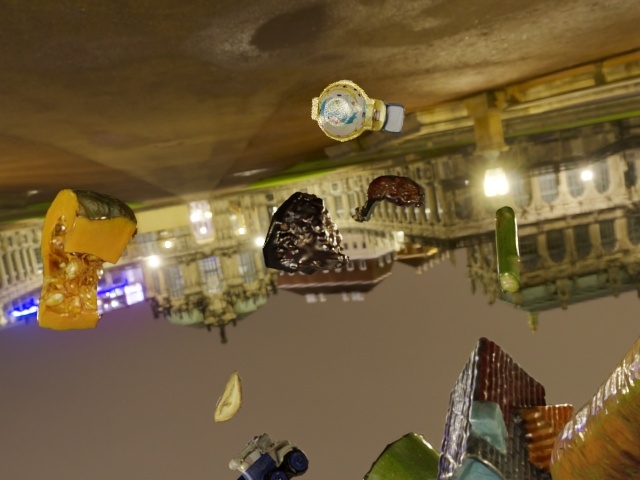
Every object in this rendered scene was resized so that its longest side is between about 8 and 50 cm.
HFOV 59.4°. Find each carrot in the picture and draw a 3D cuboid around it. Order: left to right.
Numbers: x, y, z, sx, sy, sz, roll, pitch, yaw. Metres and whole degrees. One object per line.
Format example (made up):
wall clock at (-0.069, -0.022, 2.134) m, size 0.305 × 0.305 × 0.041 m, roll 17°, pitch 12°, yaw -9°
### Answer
carrot at (0.328, 0.201, 0.589) m, size 0.114 × 0.302 × 0.114 m, roll -1°, pitch -131°, yaw 1°

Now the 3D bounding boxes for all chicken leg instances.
chicken leg at (0.159, -0.105, 1.351) m, size 0.253 × 0.106 × 0.051 m, roll -21°, pitch 163°, yaw -39°

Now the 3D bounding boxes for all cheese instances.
cheese at (0.092, -0.329, 1.444) m, size 0.250 × 0.156 × 0.064 m, roll 10°, pitch -161°, yaw 17°

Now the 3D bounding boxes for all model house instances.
model house at (0.380, 0.381, 1.131) m, size 0.297 × 0.339 × 0.360 m, roll -9°, pitch -151°, yaw 26°

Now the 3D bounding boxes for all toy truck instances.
toy truck at (-0.160, 0.663, 1.643) m, size 0.213 × 0.177 × 0.161 m, roll -28°, pitch 161°, yaw -52°

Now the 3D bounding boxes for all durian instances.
durian at (-0.226, 0.384, 1.379) m, size 0.066 × 0.130 × 0.052 m, roll 32°, pitch 164°, yaw -35°

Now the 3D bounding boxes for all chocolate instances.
chocolate at (0.000, 0.000, 1.393) m, size 0.177 × 0.206 × 0.224 m, roll 21°, pitch -174°, yaw 24°

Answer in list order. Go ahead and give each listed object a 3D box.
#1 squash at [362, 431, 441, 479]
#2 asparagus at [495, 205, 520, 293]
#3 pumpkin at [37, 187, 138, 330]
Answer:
squash at (0.302, 0.703, 1.437) m, size 0.310 × 0.310 × 0.309 m, roll -14°, pitch -157°, yaw -38°
asparagus at (0.508, 0.019, 1.527) m, size 0.060 × 0.277 × 0.067 m, roll 20°, pitch 137°, yaw -8°
pumpkin at (-0.485, 0.029, 1.170) m, size 0.190 × 0.280 × 0.139 m, roll -29°, pitch 150°, yaw 31°
